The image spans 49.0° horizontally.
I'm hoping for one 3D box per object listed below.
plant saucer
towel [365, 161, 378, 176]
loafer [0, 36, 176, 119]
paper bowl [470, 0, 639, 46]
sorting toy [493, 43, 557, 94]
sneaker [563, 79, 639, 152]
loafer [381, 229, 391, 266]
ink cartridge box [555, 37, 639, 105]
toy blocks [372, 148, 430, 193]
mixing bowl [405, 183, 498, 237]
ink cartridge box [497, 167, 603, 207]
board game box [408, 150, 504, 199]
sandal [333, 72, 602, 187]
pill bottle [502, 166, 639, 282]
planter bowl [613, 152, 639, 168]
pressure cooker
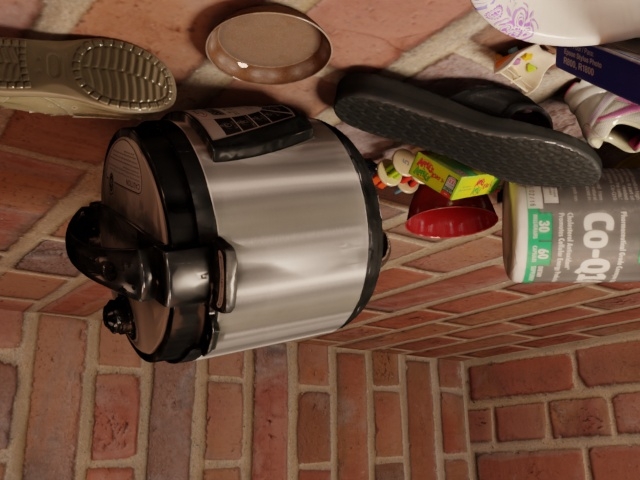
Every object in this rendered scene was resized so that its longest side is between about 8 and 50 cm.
[{"bbox_3d":[-0.068,-0.262,0.936,0.168,0.029,0.168,0,162,0],"label":"plant saucer"},{"bbox_3d":[0.045,-0.131,1.333,0.119,0.029,0.067,1,160,-10],"label":"towel"},{"bbox_3d":[-0.334,-0.218,0.954,0.268,0.102,0.092,4,171,-23],"label":"loafer"},{"bbox_3d":[0.263,-0.311,0.619,0.284,0.148,0.284,0,161,0],"label":"paper bowl"},{"bbox_3d":[0.291,-0.250,0.976,0.075,0.045,0.083,-26,149,37],"label":"sorting toy"},{"bbox_3d":[0.503,-0.185,1.064,0.252,0.111,0.103,-3,162,5],"label":"sneaker"},{"bbox_3d":[0.000,0.000,1.558,0.366,0.134,0.130,5,161,-19],"label":"loafer"},{"bbox_3d":[0.430,-0.183,0.826,0.330,0.071,0.324,3,-154,-15],"label":"ink cartridge box"},{"bbox_3d":[0.148,-0.120,1.308,0.123,0.054,0.148,-7,166,-28],"label":"toy blocks"},{"bbox_3d":[0.255,-0.078,1.395,0.181,0.098,0.181,-1,161,0],"label":"mixing bowl"},{"bbox_3d":[0.516,-0.068,1.450,0.223,0.045,0.224,-13,150,43],"label":"ink cartridge box"},{"bbox_3d":[0.239,-0.116,1.198,0.092,0.043,0.181,36,-152,29],"label":"board game box"},{"bbox_3d":[0.243,-0.187,1.079,0.446,0.107,0.167,17,166,-12],"label":"sandal"},{"bbox_3d":[0.512,-0.027,1.234,0.361,0.204,0.204,-1,162,8],"label":"pill bottle"},{"bbox_3d":[0.681,-0.107,1.344,0.217,0.090,0.217,-2,161,-1],"label":"planter bowl"},{"bbox_3d":[-0.161,-0.003,1.065,0.420,0.375,0.370,-7,154,-30],"label":"pressure cooker"}]
